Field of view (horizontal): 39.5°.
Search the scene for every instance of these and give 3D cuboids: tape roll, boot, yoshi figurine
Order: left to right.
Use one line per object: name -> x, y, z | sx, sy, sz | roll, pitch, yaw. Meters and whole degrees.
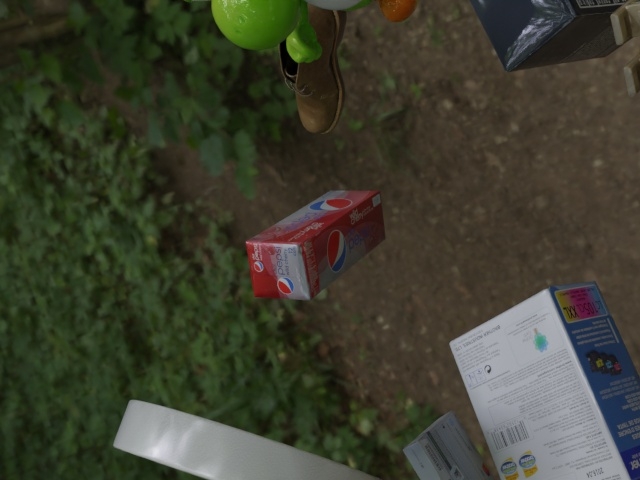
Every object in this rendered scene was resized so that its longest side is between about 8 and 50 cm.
tape roll -> -0.095, 0.314, 1.238 | 0.392, 0.392, 0.072 | 113, 175, -74
boot -> -0.027, -0.289, 1.555 | 0.112, 0.115, 0.305 | 31, 148, 22
yoshi figurine -> -0.009, -0.325, 1.157 | 0.203, 0.362, 0.203 | 29, 126, 56

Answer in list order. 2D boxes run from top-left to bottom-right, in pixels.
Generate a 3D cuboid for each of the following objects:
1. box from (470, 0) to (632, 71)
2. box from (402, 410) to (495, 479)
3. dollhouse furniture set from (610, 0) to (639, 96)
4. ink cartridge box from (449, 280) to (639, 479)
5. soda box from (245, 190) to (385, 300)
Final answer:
box -> 0.406, -0.474, 1.556 | 0.183, 0.294, 0.296 | -38, 72, 50
box -> 0.225, 0.387, 1.537 | 0.145, 0.038, 0.186 | 58, -153, 8
dollhouse furniture set -> 0.536, -0.233, 1.164 | 0.212, 0.161, 0.242 | 5, 125, 46
ink cartridge box -> 0.415, 0.303, 1.523 | 0.270, 0.151, 0.395 | -40, 61, 48
soda box -> 0.000, 0.000, 1.281 | 0.263, 0.092, 0.083 | -35, -58, -57
